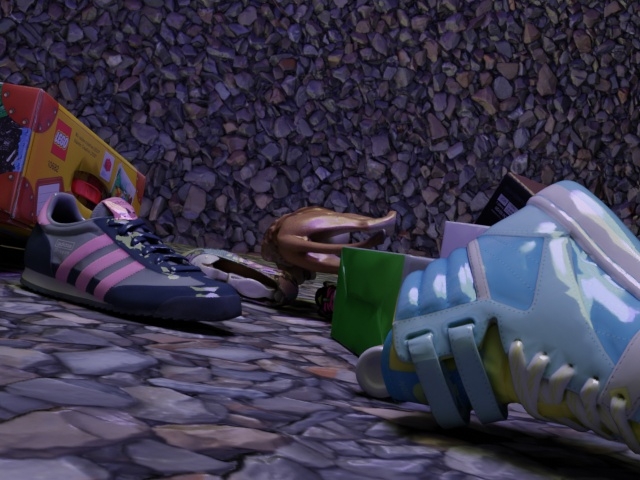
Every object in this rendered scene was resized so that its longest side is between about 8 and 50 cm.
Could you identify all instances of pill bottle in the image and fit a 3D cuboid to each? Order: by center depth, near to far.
[{"bbox_3d":[0.063,0.111,0.671,0.043,0.043,0.083,10,1,21],"label":"pill bottle"}]

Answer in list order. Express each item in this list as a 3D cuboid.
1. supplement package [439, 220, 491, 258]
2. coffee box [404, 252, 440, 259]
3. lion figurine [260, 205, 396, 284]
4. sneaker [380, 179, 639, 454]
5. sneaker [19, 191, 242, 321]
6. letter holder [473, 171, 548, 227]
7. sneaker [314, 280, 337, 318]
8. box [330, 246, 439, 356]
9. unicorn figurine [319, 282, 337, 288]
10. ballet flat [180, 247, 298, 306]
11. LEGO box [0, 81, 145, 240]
[{"bbox_3d":[0.236,0.069,1.132,0.105,0.179,0.105,10,1,32],"label":"supplement package"},{"bbox_3d":[0.265,0.101,1.422,0.168,0.118,0.297,13,2,25],"label":"coffee box"},{"bbox_3d":[0.000,0.000,1.251,0.240,0.142,0.392,6,-7,5],"label":"lion figurine"},{"bbox_3d":[0.159,0.102,0.517,0.208,0.127,0.319,-27,33,2],"label":"sneaker"},{"bbox_3d":[-0.228,0.017,0.908,0.319,0.131,0.112,10,0,25],"label":"sneaker"},{"bbox_3d":[0.408,0.051,1.202,0.215,0.152,0.302,12,28,-34],"label":"letter holder"},{"bbox_3d":[0.025,0.094,1.158,0.075,0.063,0.170,10,-4,8],"label":"sneaker"},{"bbox_3d":[0.155,0.087,0.881,0.231,0.126,0.262,8,0,-11],"label":"box"},{"bbox_3d":[0.055,0.080,1.416,0.111,0.060,0.162,-23,25,-10],"label":"unicorn figurine"},{"bbox_3d":[-0.145,0.061,1.242,0.222,0.076,0.079,14,5,12],"label":"ballet flat"},{"bbox_3d":[-0.558,-0.107,1.288,0.373,0.193,0.500,9,-8,4],"label":"LEGO box"}]
